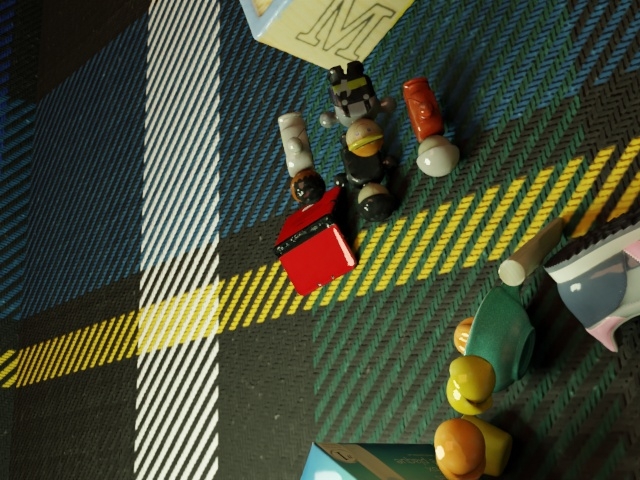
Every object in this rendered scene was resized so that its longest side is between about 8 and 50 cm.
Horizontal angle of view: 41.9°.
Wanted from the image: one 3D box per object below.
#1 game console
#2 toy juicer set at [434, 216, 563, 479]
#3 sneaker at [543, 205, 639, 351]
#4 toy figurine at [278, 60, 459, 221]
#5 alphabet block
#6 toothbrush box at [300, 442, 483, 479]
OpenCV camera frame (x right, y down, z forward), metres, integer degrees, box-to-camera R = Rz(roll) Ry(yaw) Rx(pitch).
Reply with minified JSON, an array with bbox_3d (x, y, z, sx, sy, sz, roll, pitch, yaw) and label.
[{"bbox_3d":[0.000,0.000,1.352,0.144,0.085,0.124,-31,27,41],"label":"game console"},{"bbox_3d":[0.185,0.117,0.952,0.089,0.209,0.329,16,93,27],"label":"toy juicer set"},{"bbox_3d":[0.396,0.009,0.843,0.319,0.112,0.131,-28,92,34],"label":"sneaker"},{"bbox_3d":[0.061,-0.128,1.164,0.213,0.209,0.148,-33,62,41],"label":"toy figurine"},{"bbox_3d":[0.002,-0.409,1.315,0.193,0.197,0.192,-44,49,33],"label":"alphabet block"},{"bbox_3d":[0.135,0.351,0.946,0.295,0.216,0.126,28,102,50],"label":"toothbrush box"}]
